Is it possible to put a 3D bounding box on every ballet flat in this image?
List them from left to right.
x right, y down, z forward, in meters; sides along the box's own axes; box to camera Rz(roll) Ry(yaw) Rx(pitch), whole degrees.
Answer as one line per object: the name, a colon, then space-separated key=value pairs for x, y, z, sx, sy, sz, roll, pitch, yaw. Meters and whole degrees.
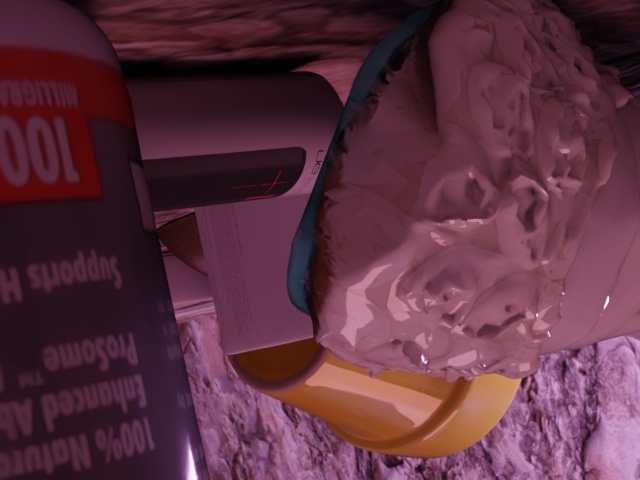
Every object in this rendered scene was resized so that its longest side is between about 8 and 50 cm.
ballet flat: x=0.096 y=-0.022 z=0.584 sx=0.147 sy=0.147 sz=0.409 roll=-13 pitch=-177 yaw=13

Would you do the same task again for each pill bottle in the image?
pill bottle: x=-0.127 y=0.124 z=0.427 sx=0.210 sy=0.362 sz=0.210 roll=-13 pitch=176 yaw=-1

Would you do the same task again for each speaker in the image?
speaker: x=-0.053 y=-0.040 z=0.581 sx=0.136 sy=0.055 sz=0.055 roll=-8 pitch=174 yaw=-45

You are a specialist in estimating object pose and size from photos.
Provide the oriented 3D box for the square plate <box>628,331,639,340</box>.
square plate: x=0.303 y=0.004 z=0.839 sx=0.347 sy=0.049 sz=0.344 roll=-25 pitch=-147 yaw=-39

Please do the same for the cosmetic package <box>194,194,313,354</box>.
cosmetic package: x=0.000 y=0.000 z=0.880 sx=0.086 sy=0.117 sz=0.231 roll=-11 pitch=177 yaw=-24

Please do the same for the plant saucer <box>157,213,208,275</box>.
plant saucer: x=0.020 y=-0.017 z=1.209 sx=0.311 sy=0.050 sz=0.310 roll=-11 pitch=175 yaw=-1

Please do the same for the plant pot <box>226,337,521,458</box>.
plant pot: x=0.041 y=0.084 z=1.455 sx=0.254 sy=0.254 sz=0.239 roll=-16 pitch=159 yaw=40

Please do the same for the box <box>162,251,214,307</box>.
box: x=-0.166 y=0.052 z=1.555 sx=0.232 sy=0.058 sz=0.322 roll=-15 pitch=174 yaw=35

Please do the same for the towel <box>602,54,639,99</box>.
towel: x=0.220 y=-0.096 z=0.858 sx=0.113 sy=0.023 sz=0.152 roll=-13 pitch=176 yaw=16
